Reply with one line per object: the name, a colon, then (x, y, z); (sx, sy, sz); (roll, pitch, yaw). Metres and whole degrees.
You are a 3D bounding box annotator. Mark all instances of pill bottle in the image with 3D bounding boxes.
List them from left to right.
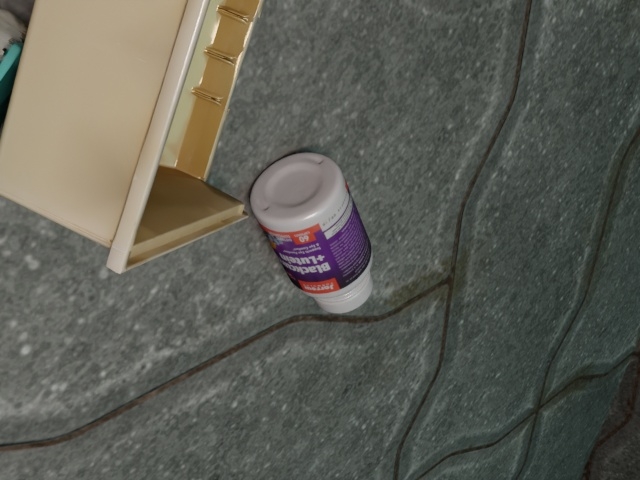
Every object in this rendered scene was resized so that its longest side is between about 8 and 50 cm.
pill bottle: (0.000, 0.000, 0.860); (0.108, 0.108, 0.193); (-43, 139, -16)

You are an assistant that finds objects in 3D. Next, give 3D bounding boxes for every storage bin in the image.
storage bin: (-0.104, -0.142, 0.572); (0.260, 0.123, 0.262); (-34, 146, -71)

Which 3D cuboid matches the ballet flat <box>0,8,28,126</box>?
ballet flat: (-0.343, 0.006, 0.507); (0.147, 0.147, 0.409); (21, 99, -50)
